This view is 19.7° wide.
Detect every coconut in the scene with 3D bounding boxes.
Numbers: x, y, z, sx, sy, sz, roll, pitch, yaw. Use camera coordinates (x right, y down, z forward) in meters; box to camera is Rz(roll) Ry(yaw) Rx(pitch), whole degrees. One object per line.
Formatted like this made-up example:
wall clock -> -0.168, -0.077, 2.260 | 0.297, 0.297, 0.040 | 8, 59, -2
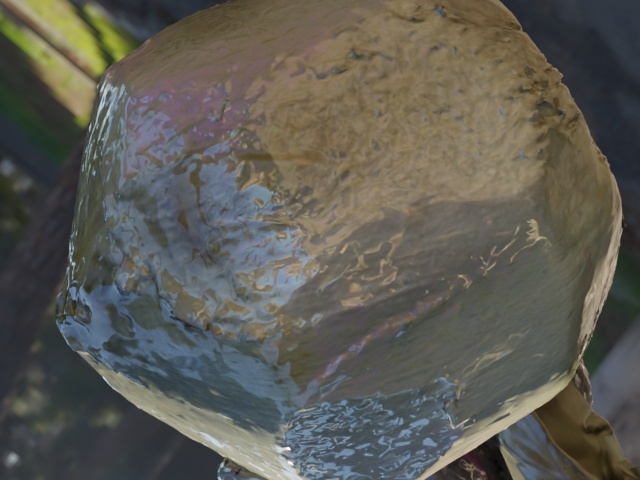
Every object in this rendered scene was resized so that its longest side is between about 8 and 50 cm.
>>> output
coconut -> 0.000, 0.000, 0.793 | 0.227, 0.230, 0.227 | 57, 171, 14

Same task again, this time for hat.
hat -> 0.154, 0.156, 1.028 | 0.166, 0.144, 0.173 | 31, 132, 23

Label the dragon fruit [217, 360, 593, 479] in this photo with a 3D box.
dragon fruit -> 0.098, 0.168, 1.366 | 0.204, 0.283, 0.221 | 13, 137, 56
